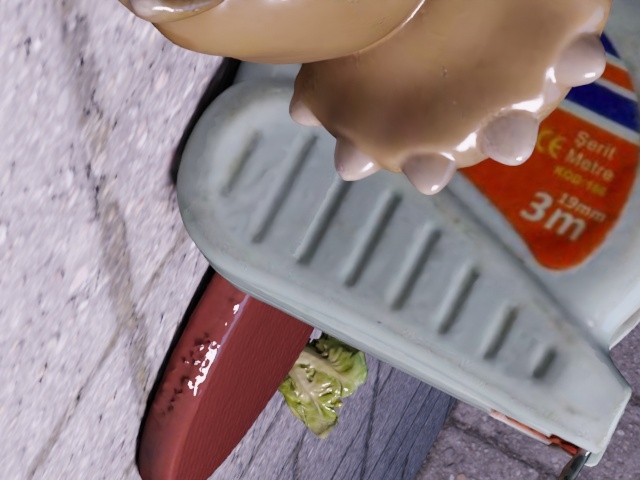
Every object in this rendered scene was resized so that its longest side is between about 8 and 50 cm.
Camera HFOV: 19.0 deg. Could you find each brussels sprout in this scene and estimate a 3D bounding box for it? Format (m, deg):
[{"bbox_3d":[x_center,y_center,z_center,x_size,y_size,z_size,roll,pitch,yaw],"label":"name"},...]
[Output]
[{"bbox_3d":[-0.004,0.100,1.466,0.085,0.058,0.085,-54,-165,21],"label":"brussels sprout"}]

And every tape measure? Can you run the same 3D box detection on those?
[{"bbox_3d":[0.071,-0.032,0.940,0.246,0.243,0.125,-61,171,-9],"label":"tape measure"}]

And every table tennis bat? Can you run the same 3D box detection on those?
[{"bbox_3d":[0.000,0.000,1.248,0.414,0.051,0.268,-53,167,-39],"label":"table tennis bat"}]

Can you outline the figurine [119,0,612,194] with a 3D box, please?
[{"bbox_3d":[0.039,-0.112,0.770,0.177,0.173,0.247,-62,171,-6],"label":"figurine"}]
